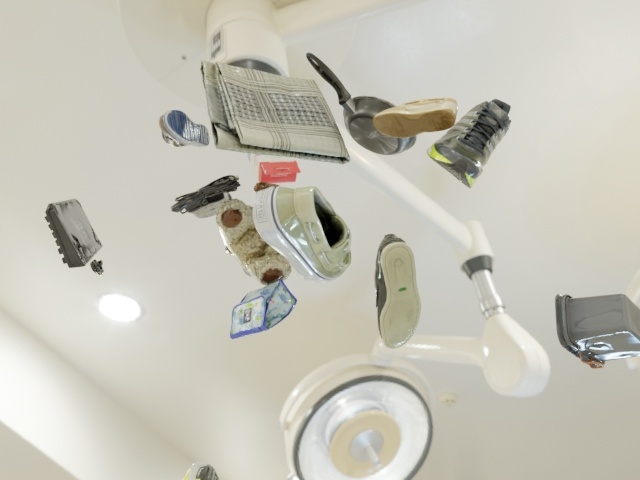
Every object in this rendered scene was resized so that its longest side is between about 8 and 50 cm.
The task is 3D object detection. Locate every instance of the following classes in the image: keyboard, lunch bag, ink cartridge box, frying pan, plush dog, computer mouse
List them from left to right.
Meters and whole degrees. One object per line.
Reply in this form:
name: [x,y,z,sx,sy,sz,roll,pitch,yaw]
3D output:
keyboard: [-0.311,0.001,0.631,0.023,0.180,0.108,-26,-76,-12]
computer mouse: [-0.307,-0.124,1.352,0.188,0.072,0.272,-23,-3,-7]
lunch bag: [-0.153,0.184,1.244,0.128,0.151,0.096,-23,-67,36]
plush dog: [-0.151,-0.033,1.353,0.225,0.210,0.262,-39,-75,-17]
ink cartridge box: [-0.165,-0.270,1.724,0.134,0.231,0.078,-6,-48,-20]
frying pan: [0.108,-0.308,1.158,0.197,0.053,0.326,10,-26,40]

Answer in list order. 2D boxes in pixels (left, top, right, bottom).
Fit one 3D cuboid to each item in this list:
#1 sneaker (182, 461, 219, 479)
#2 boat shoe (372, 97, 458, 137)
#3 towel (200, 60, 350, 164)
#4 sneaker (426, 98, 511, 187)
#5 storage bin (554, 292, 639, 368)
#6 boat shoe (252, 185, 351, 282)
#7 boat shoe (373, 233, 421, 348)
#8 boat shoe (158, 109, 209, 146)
sneaker: [-0.267,0.553,0.780,0.147,0.385,0.145,12,-26,8]
boat shoe: [0.185,-0.241,0.947,0.170,0.059,0.063,5,-39,34]
towel: [-0.111,-0.310,1.149,0.324,0.312,0.056,1,-39,-26]
sneaker: [0.288,-0.198,0.922,0.111,0.300,0.121,37,-54,1]
storage bin: [0.419,0.133,0.715,0.135,0.098,0.091,31,-34,-31]
boat shoe: [0.000,0.000,0.780,0.094,0.109,0.302,-5,-18,21]
boat shoe: [0.146,0.102,0.962,0.084,0.079,0.233,-8,-69,-10]
boat shoe: [-0.305,-0.230,1.060,0.066,0.066,0.183,-8,-4,11]
